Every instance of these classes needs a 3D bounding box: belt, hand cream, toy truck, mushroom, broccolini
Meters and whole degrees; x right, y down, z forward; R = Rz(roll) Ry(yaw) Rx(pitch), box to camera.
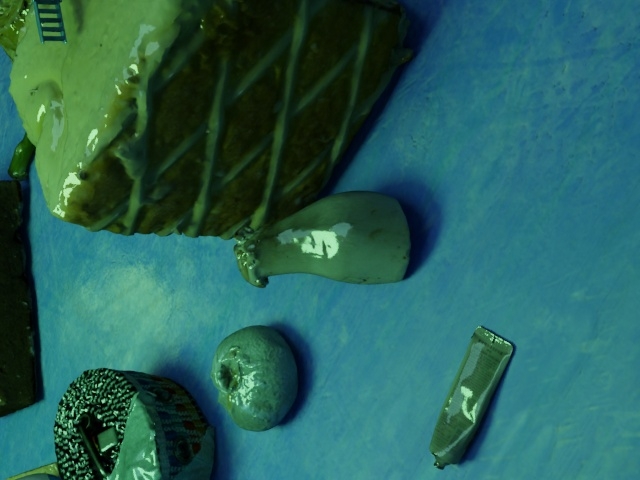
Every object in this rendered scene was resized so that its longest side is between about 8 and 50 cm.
[{"bbox_3d":[-0.268,0.302,1.559,0.207,0.150,0.257,-51,53,18],"label":"belt"},{"bbox_3d":[0.163,0.180,1.206,0.057,0.037,0.165,30,100,44],"label":"hand cream"},{"bbox_3d":[-0.294,-0.287,1.172,0.074,0.063,0.136,-45,53,57],"label":"toy truck"},{"bbox_3d":[0.000,0.000,1.307,0.225,0.093,0.116,-2,95,11],"label":"mushroom"},{"bbox_3d":[-0.445,-0.230,1.870,0.074,0.078,0.392,56,132,21],"label":"broccolini"}]

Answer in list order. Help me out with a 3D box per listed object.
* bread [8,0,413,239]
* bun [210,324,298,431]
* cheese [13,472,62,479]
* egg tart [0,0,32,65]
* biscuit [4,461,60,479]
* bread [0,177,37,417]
[{"bbox_3d":[-0.141,-0.211,1.313,0.390,0.371,0.279,-55,53,30],"label":"bread"},{"bbox_3d":[-0.094,0.183,1.431,0.140,0.083,0.141,-2,87,44],"label":"bun"},{"bbox_3d":[-0.457,0.454,1.730,0.329,0.217,0.129,-29,28,55],"label":"cheese"},{"bbox_3d":[-0.510,-0.436,1.905,0.290,0.115,0.291,-4,85,45],"label":"egg tart"},{"bbox_3d":[-0.471,0.411,1.830,0.188,0.052,0.056,-26,81,43],"label":"biscuit"},{"bbox_3d":[-0.593,0.107,1.942,0.165,0.113,0.417,-19,74,45],"label":"bread"}]
